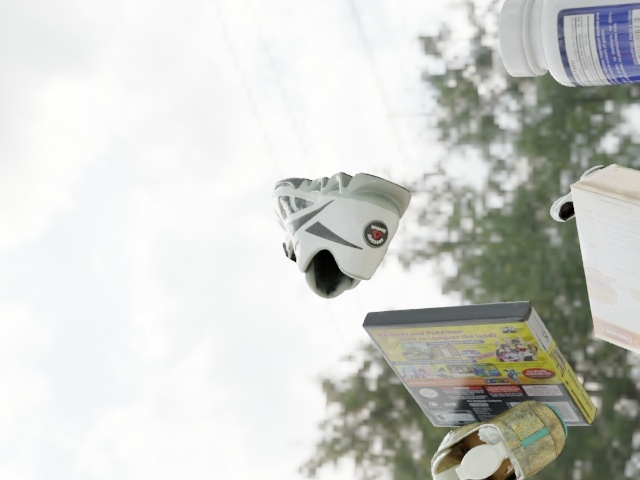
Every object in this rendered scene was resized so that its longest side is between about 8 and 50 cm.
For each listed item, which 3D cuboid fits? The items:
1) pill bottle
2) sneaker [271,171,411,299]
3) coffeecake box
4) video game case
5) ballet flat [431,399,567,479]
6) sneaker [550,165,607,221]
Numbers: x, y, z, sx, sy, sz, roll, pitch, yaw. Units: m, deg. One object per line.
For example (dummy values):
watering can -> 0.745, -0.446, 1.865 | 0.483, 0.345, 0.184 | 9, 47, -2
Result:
pill bottle -> 0.277, -0.208, 1.584 | 0.112, 0.187, 0.112 | 0, -90, -61
sneaker -> 0.000, 0.000, 2.044 | 0.122, 0.330, 0.146 | 19, -98, -15
coffeecake box -> 0.348, 0.027, 1.697 | 0.068, 0.142, 0.185 | -25, -65, -27
video game case -> 0.233, 0.185, 2.344 | 0.248, 0.275, 0.035 | 54, -134, -35
ballet flat -> 0.229, 0.326, 2.339 | 0.123, 0.348, 0.123 | 10, -116, -21
sneaker -> 0.386, -0.065, 2.354 | 0.040, 0.109, 0.044 | 43, -171, -7
